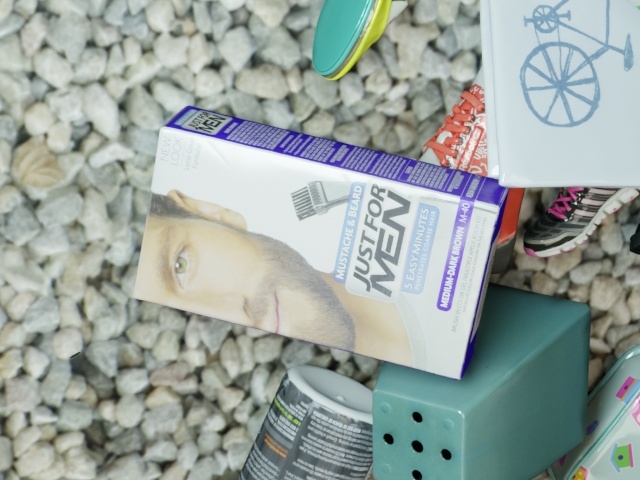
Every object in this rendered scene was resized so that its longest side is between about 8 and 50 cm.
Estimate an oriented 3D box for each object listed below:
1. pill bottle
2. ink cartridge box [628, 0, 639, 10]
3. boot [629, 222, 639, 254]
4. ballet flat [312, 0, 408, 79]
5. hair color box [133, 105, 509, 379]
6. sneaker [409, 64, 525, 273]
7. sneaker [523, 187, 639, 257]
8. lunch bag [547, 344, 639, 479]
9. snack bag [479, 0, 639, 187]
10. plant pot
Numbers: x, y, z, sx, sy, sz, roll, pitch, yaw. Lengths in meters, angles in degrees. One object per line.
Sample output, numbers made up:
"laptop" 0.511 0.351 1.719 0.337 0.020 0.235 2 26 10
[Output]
"pill bottle" -0.025 0.268 2.030 0.130 0.130 0.246 19 104 -24
"ink cartridge box" 0.320 -0.365 1.835 0.289 0.121 0.211 34 71 -18
"boot" 0.426 -0.097 2.044 0.094 0.246 0.207 12 72 -21
"ballet flat" 0.058 -0.266 1.878 0.077 0.077 0.231 3 109 -38
"hair color box" 0.000 0.000 1.862 0.338 0.110 0.185 14 108 9
"sneaker" 0.140 -0.087 1.965 0.145 0.090 0.270 -2 114 -21
"sneaker" 0.279 -0.052 2.044 0.170 0.063 0.075 -38 118 -7
"lunch bag" 0.421 0.259 2.178 0.279 0.108 0.224 33 98 -19
"snack bag" 0.324 -0.204 1.909 0.342 0.037 0.323 1 76 -15
"plant pot" 0.156 0.165 1.966 0.234 0.165 0.166 -32 127 -53
